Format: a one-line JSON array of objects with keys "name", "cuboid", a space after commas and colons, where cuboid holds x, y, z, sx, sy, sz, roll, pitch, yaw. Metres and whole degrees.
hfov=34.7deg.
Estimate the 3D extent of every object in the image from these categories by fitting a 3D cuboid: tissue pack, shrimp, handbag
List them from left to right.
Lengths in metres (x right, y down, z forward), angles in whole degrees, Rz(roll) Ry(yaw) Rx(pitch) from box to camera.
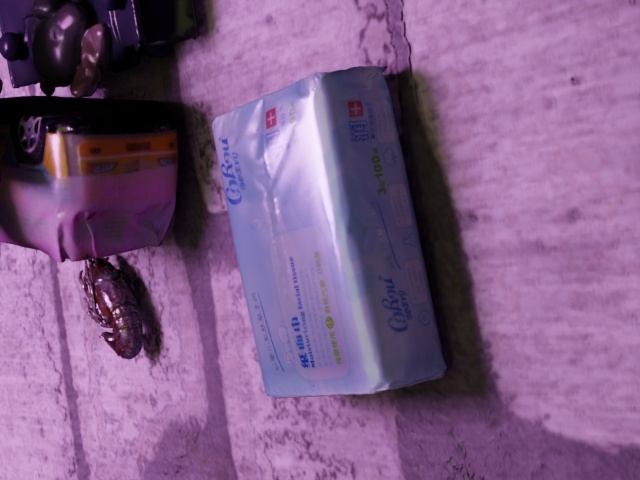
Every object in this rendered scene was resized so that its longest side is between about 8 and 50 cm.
[{"name": "handbag", "cuboid": [-0.267, -0.281, 1.127, 0.325, 0.118, 0.269, -6, 92, 51]}, {"name": "shrimp", "cuboid": [-0.248, 0.063, 1.195, 0.165, 0.056, 0.065, 58, 140, 30]}, {"name": "tissue pack", "cuboid": [0.000, 0.000, 0.873, 0.177, 0.089, 0.263, -14, 84, 51]}]

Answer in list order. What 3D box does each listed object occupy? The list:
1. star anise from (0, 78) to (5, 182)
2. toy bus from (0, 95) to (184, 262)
[{"name": "star anise", "cuboid": [-0.425, -0.121, 1.079, 0.315, 0.108, 0.315, 5, 99, 38]}, {"name": "toy bus", "cuboid": [-0.308, -0.075, 1.170, 0.386, 0.171, 0.162, 10, 108, 46]}]
